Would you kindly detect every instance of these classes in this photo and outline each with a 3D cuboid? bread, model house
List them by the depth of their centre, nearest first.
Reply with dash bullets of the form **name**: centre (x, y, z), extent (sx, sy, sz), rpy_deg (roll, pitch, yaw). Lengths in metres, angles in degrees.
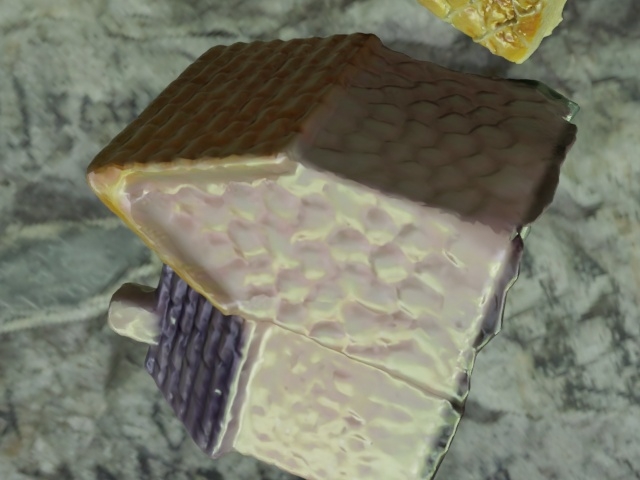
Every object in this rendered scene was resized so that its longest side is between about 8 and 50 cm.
- **model house**: centre (0.000, 0.000, 0.812), extent (0.237, 0.237, 0.202), rpy_deg (21, -141, 6)
- **bread**: centre (0.099, -0.223, 0.991), extent (0.188, 0.125, 0.068), rpy_deg (37, -115, 13)
